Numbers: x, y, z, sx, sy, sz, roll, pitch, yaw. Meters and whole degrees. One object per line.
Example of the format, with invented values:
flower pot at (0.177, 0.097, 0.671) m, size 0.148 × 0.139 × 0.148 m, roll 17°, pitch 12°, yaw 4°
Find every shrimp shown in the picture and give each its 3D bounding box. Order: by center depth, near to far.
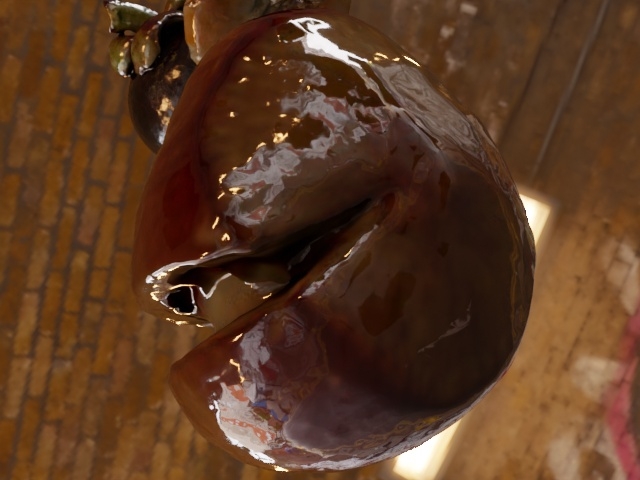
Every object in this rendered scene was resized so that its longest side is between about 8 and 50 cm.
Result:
shrimp at (-0.037, -0.271, 1.092) m, size 0.063 × 0.152 × 0.287 m, roll -89°, pitch 12°, yaw -80°

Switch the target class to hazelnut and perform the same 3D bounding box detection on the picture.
hazelnut at (0.000, 0.000, 0.655) m, size 0.217 × 0.217 × 0.251 m, roll 10°, pitch -116°, yaw -58°

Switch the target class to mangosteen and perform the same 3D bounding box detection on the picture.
mangosteen at (-0.129, -0.180, 1.252) m, size 0.194 × 0.230 × 0.194 m, roll -41°, pitch 5°, yaw 4°
